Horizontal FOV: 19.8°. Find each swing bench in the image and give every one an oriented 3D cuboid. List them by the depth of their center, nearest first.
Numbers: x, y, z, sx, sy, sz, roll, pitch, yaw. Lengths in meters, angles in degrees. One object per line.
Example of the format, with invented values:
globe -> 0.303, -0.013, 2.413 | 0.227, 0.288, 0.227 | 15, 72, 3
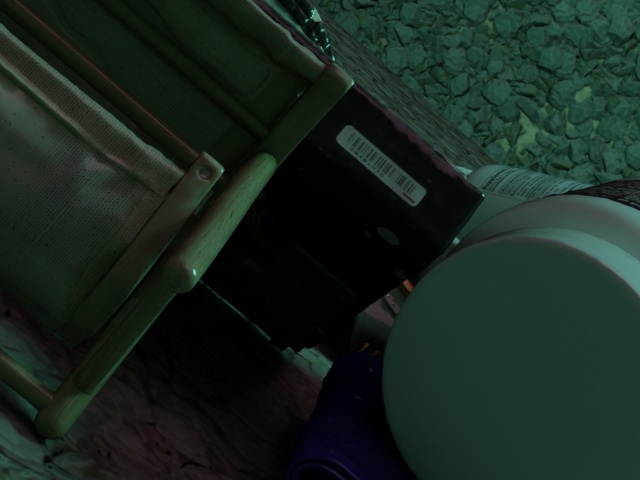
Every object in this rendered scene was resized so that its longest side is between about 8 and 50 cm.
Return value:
swing bench -> -0.156, -0.075, 1.040 | 0.253, 0.165, 0.255 | 41, 36, -4

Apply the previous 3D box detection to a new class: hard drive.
hard drive -> -0.044, -0.042, 1.303 | 0.237, 0.064, 0.339 | 40, -24, -3

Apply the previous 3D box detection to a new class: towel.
towel -> 0.065, 0.195, 1.207 | 0.228, 0.076, 0.308 | 47, 11, -3

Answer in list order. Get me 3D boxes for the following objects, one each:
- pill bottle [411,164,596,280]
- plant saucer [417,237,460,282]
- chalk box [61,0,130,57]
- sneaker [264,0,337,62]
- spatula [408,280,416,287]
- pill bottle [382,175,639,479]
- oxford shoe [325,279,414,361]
pill bottle -> 0.225, 0.007, 1.971 | 0.283, 0.160, 0.160 | 15, -6, 35
plant saucer -> 0.213, 0.144, 1.714 | 0.400, 0.100, 0.400 | 42, 3, -3
chalk box -> -0.224, -0.153, 1.288 | 0.179, 0.180, 0.289 | 40, 13, -3
sneaker -> -0.119, -0.276, 2.248 | 0.410, 0.158, 0.182 | 49, -5, 14
spatula -> 0.168, 0.117, 1.915 | 0.296, 0.030, 0.084 | 44, 11, 18
pill bottle -> 0.196, 0.074, 1.288 | 0.224, 0.224, 0.392 | 43, 19, 13
oxford shoe -> 0.062, 0.096, 1.581 | 0.098, 0.097, 0.271 | -30, 75, -42
